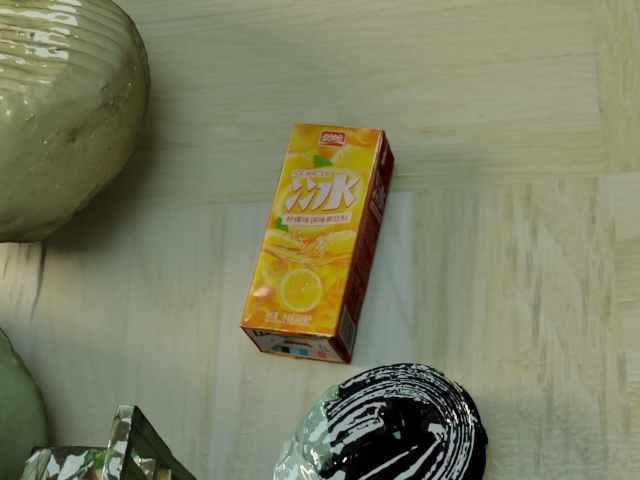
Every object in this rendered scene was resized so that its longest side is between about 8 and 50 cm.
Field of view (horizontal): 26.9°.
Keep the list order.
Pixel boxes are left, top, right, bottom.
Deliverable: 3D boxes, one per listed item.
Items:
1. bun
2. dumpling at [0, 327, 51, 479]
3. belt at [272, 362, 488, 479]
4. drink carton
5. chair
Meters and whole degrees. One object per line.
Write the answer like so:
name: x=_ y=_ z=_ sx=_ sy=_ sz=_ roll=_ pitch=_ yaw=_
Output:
bun: x=-0.331 y=-0.137 z=1.338 sx=0.326 sy=0.235 sz=0.362 roll=-8 pitch=41 yaw=-9
dumpling: x=-0.354 y=0.151 z=1.218 sx=0.320 sy=0.212 sz=0.270 roll=29 pitch=110 yaw=16
belt: x=0.048 y=0.196 z=1.163 sx=0.198 sy=0.078 sz=0.151 roll=-38 pitch=63 yaw=-6
drink carton: x=0.000 y=0.000 z=1.278 sx=0.096 sy=0.071 sz=0.223 roll=6 pitch=65 yaw=17
chair: x=-0.190 y=0.234 z=1.090 sx=0.147 sy=0.270 sz=0.136 roll=2 pitch=65 yaw=13
